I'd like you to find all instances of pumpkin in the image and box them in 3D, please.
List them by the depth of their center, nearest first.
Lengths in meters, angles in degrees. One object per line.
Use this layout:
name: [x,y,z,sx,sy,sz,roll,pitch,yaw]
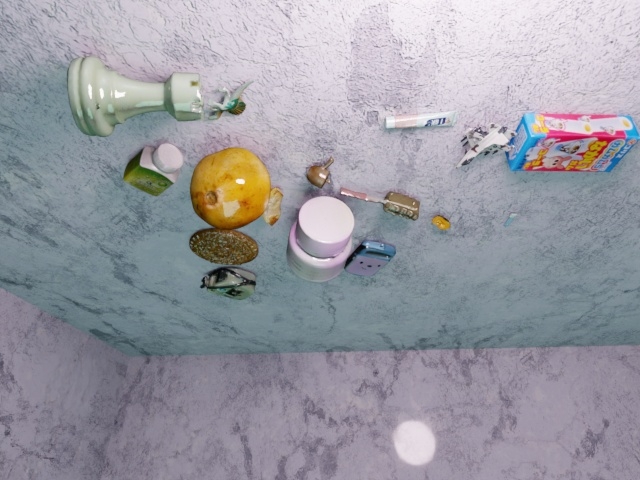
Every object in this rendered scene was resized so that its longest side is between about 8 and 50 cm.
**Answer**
pumpkin: [0.470,-0.076,1.693,0.083,0.028,0.050,33,136,-29]

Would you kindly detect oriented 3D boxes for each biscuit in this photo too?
biscuit: [-0.423,0.038,1.913,0.305,0.038,0.305,1,149,1]

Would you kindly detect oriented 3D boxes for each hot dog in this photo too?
hot dog: [-0.179,-0.132,1.591,0.078,0.061,0.169,-17,139,-35]

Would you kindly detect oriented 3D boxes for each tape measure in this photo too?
tape measure: [-0.442,0.214,2.142,0.235,0.115,0.207,22,146,-31]

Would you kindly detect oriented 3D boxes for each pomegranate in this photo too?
pomegranate: [-0.279,-0.167,1.369,0.264,0.264,0.264,1,150,1]

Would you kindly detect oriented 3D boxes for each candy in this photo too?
candy: [0.722,-0.281,1.266,0.305,0.100,0.157,1,149,-1]

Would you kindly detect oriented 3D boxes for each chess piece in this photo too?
chess piece: [-0.455,-0.366,1.110,0.299,0.195,0.195,-4,150,-10]

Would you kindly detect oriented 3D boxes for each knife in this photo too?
knife: [0.735,-0.081,1.692,0.027,0.010,0.096,0,152,0]

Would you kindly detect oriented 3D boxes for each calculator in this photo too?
calculator: [0.219,0.084,1.953,0.172,0.051,0.293,13,148,-16]

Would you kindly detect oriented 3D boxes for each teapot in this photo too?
teapot: [0.007,-0.231,1.438,0.080,0.085,0.110,27,117,1]

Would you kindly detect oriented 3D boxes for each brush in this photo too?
brush: [0.214,-0.143,1.550,0.301,0.084,0.071,14,149,-10]

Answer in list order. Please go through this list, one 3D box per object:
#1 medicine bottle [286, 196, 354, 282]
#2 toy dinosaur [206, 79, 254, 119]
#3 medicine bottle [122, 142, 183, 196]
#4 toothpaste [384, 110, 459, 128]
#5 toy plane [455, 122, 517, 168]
medicine bottle: [0.000,0.000,1.631,0.241,0.241,0.302,5,149,-7]
toy dinosaur: [-0.245,-0.380,1.205,0.187,0.044,0.106,-21,158,12]
medicine bottle: [-0.532,-0.233,1.410,0.188,0.088,0.132,-24,141,37]
toothpaste: [0.288,-0.343,1.244,0.205,0.036,0.056,-3,150,0]
toy plane: [0.478,-0.285,1.296,0.160,0.082,0.234,16,165,-16]
